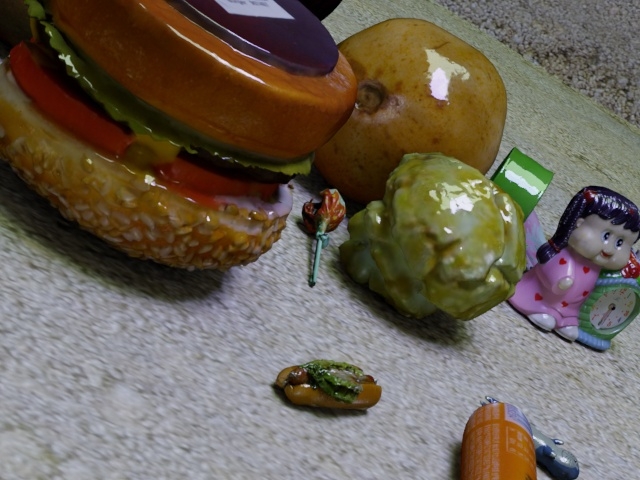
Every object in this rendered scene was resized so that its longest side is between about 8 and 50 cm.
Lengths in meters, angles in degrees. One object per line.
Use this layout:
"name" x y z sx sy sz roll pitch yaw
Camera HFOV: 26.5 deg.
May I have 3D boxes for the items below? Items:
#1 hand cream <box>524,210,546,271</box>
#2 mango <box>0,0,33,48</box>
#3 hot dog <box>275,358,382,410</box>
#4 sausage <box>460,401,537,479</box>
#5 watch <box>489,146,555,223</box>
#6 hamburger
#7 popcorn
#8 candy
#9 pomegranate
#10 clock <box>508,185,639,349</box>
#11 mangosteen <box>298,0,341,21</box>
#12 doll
"hand cream" 0.316 0.018 1.982 0.079 0.050 0.275 2 34 -11
"mango" -0.299 -0.253 1.511 0.267 0.111 0.133 23 7 -27
"hot dog" 0.012 0.128 1.231 0.133 0.041 0.056 9 32 -51
"sausage" 0.163 0.210 1.240 0.071 0.071 0.234 33 20 -4
"watch" 0.247 -0.057 1.877 0.131 0.152 0.165 33 21 5
"hamburger" -0.144 -0.131 1.275 0.330 0.250 0.330 29 24 -14
"popcorn" 0.138 -0.003 1.540 0.204 0.184 0.221 45 20 11
"candy" 0.000 0.000 1.516 0.049 0.055 0.185 23 30 -9
"pomegranate" 0.109 -0.158 1.727 0.264 0.264 0.264 30 20 -12
"clock" 0.364 0.033 1.790 0.194 0.195 0.100 21 20 -30
"mangosteen" -0.049 -0.369 1.733 0.210 0.210 0.210 30 20 -12
"doll" 0.216 0.203 1.403 0.125 0.027 0.037 39 27 13
